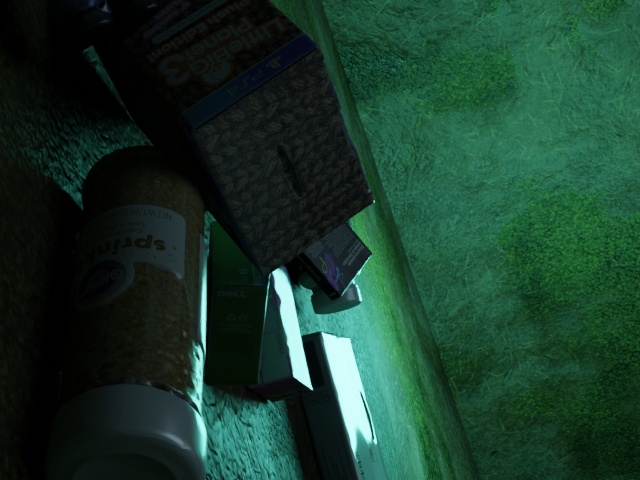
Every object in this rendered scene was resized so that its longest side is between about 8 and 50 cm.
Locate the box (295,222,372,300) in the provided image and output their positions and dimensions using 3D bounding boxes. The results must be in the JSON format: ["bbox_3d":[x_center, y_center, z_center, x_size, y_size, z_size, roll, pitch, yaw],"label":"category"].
[{"bbox_3d":[0.000,0.000,2.052,0.162,0.029,0.116,49,48,-11],"label":"box"}]

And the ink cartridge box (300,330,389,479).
[{"bbox_3d":[0.033,0.281,2.014,0.239,0.060,0.275,30,45,-78],"label":"ink cartridge box"}]

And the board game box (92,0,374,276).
[{"bbox_3d":[-0.104,-0.150,1.312,0.291,0.141,0.232,48,-12,38],"label":"board game box"}]

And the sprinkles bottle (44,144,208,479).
[{"bbox_3d":[-0.155,0.068,1.097,0.355,0.121,0.121,-95,166,-50],"label":"sprinkles bottle"}]

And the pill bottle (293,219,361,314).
[{"bbox_3d":[0.009,0.025,2.142,0.108,0.108,0.180,41,34,-73],"label":"pill bottle"}]

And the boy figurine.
[{"bbox_3d":[-0.255,-0.308,1.152,0.177,0.092,0.285,-30,93,-38],"label":"boy figurine"}]

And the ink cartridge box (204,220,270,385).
[{"bbox_3d":[-0.093,0.050,1.428,0.109,0.062,0.209,-97,-169,-48],"label":"ink cartridge box"}]

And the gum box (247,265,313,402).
[{"bbox_3d":[-0.069,0.106,1.698,0.107,0.062,0.188,49,27,-69],"label":"gum box"}]
